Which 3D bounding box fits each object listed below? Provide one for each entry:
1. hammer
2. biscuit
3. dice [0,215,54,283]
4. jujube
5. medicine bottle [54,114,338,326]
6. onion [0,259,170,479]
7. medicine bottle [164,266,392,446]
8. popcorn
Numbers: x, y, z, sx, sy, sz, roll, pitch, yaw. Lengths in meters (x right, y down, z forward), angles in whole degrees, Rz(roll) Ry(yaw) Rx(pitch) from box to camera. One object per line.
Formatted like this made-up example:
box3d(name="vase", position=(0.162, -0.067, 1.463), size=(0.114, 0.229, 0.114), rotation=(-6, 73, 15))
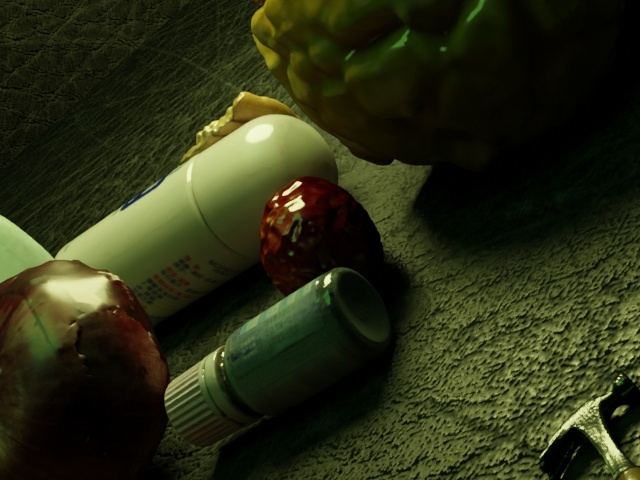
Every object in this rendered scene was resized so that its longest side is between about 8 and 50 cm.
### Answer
box3d(name="hammer", position=(0.177, 0.143, 0.916), size=(0.078, 0.021, 0.201), rotation=(-41, 19, 7))
box3d(name="biscuit", position=(-0.088, -0.078, 1.735), size=(0.224, 0.144, 0.033), rotation=(-41, 48, 44))
box3d(name="dice", position=(-0.447, 0.120, 1.828), size=(0.268, 0.262, 0.265), rotation=(-17, 33, 51))
box3d(name="jujube", position=(0.000, 0.000, 1.415), size=(0.109, 0.112, 0.176), rotation=(-4, 14, -2))
box3d(name="medicine bottle", position=(-0.126, -0.014, 1.670), size=(0.341, 0.130, 0.130), rotation=(-31, 23, 32))
box3d(name="onion", position=(-0.235, 0.144, 1.475), size=(0.252, 0.219, 0.252), rotation=(-3, 85, 39))
box3d(name="medicine bottle", position=(-0.040, 0.102, 1.331), size=(0.203, 0.083, 0.083), rotation=(-32, 22, 27))
box3d(name="popcorn", position=(0.089, -0.258, 1.433), size=(0.344, 0.354, 0.390), rotation=(-26, 26, 17))
